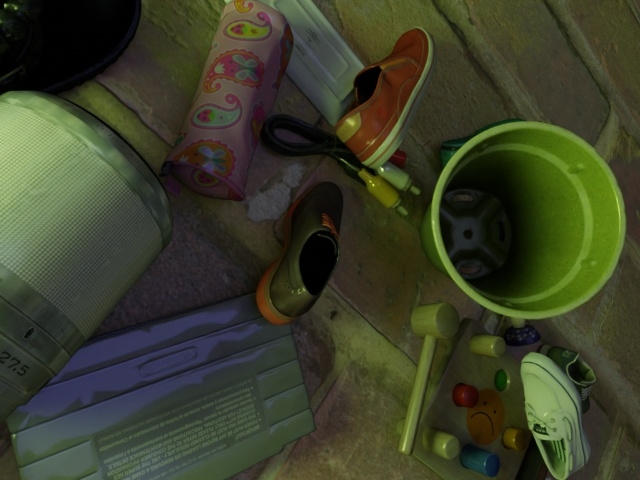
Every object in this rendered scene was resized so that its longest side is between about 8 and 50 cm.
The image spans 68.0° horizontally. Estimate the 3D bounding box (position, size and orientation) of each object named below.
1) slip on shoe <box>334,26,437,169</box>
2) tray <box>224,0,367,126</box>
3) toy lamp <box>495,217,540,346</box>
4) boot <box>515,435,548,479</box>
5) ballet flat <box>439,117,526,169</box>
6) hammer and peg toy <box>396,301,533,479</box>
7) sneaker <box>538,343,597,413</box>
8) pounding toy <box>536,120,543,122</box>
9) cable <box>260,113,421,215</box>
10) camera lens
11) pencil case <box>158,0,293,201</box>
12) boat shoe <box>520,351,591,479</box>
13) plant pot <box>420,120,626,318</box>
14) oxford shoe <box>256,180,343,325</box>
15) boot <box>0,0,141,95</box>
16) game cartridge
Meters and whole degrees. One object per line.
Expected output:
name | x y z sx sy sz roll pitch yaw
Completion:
slip on shoe | 0.112 -0.263 0.793 0.101 0.123 0.331 34 56 -14
tray | -0.020 -0.337 0.797 0.270 0.030 0.145 46 65 -18
toy lamp | 0.374 0.067 0.950 0.080 0.080 0.275 -15 94 -31
boot | 0.400 0.418 0.924 0.305 0.112 0.115 -58 136 -23
ballet flat | 0.331 -0.181 0.964 0.247 0.083 0.087 -23 120 -30
hammer and peg toy | 0.240 0.279 0.815 0.361 0.127 0.266 42 67 -19
sneaker | 0.548 0.304 1.014 0.064 0.086 0.192 -43 105 -27
pounding toy | 0.519 -0.144 1.041 0.183 0.110 0.237 -30 99 -30
cable | 0.048 -0.155 0.789 0.287 0.072 0.140 26 66 -25
camera lens | -0.300 0.009 0.463 0.219 0.219 0.274 44 57 -19
pencil case | -0.127 -0.192 0.667 0.124 0.124 0.284 23 73 -26
boat shoe | 0.376 0.291 0.767 0.075 0.083 0.226 -35 103 -28
plant pot | 0.282 -0.022 0.777 0.276 0.254 0.276 0 87 -3
oxford shoe | 0.000 0.000 0.697 0.097 0.098 0.271 38 46 -22
boot | -0.306 -0.237 0.481 0.131 0.260 0.348 46 64 -17
game cartridge | -0.187 0.212 0.614 0.355 0.068 0.230 -14 95 -31
